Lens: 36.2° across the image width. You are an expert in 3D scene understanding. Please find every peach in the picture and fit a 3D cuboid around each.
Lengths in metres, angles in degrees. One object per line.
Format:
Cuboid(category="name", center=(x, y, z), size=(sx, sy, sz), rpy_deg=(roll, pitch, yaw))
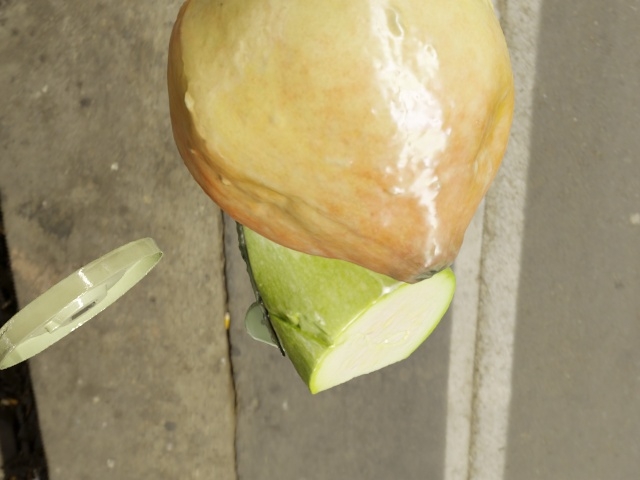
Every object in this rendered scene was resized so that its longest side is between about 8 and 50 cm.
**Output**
Cuboid(category="peach", center=(0.016, -0.078, 0.595), size=(0.233, 0.232, 0.232), rpy_deg=(-1, 116, -2))

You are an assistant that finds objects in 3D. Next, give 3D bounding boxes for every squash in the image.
Cuboid(category="squash", center=(0.000, 0.000, 1.269), size=(0.234, 0.309, 0.210), rpy_deg=(-16, 143, -41))

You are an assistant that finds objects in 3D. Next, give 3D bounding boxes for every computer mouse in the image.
Cuboid(category="computer mouse", center=(-0.045, 0.115, 1.271), size=(0.110, 0.032, 0.056), rpy_deg=(27, 104, 6))

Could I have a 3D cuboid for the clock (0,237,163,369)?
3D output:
Cuboid(category="clock", center=(-0.287, 0.075, 1.163), size=(0.235, 0.235, 0.029), rpy_deg=(-37, 86, 14))
